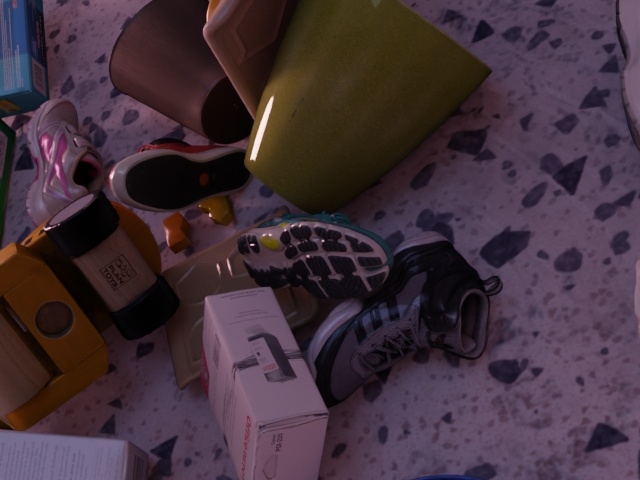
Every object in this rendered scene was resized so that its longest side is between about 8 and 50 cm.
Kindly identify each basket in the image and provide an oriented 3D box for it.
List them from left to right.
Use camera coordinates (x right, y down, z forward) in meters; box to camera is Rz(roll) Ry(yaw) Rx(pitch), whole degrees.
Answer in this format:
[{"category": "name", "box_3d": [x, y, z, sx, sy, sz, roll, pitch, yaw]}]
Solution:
[{"category": "basket", "box_3d": [-0.189, -0.254, 1.934, 0.204, 0.154, 0.227, -45, 51, -2]}]

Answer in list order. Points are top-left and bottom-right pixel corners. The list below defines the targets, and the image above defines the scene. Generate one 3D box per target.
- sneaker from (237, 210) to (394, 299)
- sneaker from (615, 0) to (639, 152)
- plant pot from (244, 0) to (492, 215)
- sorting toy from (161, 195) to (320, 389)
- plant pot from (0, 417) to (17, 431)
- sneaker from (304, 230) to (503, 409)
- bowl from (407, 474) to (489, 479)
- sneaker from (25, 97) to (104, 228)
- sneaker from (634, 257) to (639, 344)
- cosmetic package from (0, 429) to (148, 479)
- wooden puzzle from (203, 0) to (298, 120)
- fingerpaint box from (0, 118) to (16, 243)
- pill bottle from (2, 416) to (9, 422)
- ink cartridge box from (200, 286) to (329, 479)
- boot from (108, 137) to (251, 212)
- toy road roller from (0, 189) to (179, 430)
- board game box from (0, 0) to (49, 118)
[{"category": "sneaker", "box_3d": [0.000, 0.000, 1.585, 0.110, 0.107, 0.275, -35, 24, -28]}, {"category": "sneaker", "box_3d": [0.432, -0.201, 1.539, 0.129, 0.111, 0.297, -9, 56, 20]}, {"category": "plant pot", "box_3d": [0.032, -0.186, 1.693, 0.293, 0.274, 0.275, -54, 46, 8]}, {"category": "sorting toy", "box_3d": [-0.125, 0.047, 1.761, 0.229, 0.041, 0.307, -30, 44, 11]}, {"category": "plant pot", "box_3d": [-0.423, 0.303, 1.733, 0.081, 0.083, 0.081, 22, 72, 40]}, {"category": "sneaker", "box_3d": [0.101, 0.116, 1.522, 0.268, 0.101, 0.153, -48, 45, -9]}, {"category": "bowl", "box_3d": [0.121, 0.426, 1.314, 0.391, 0.077, 0.391, -16, 52, 22]}, {"category": "sneaker", "box_3d": [-0.396, -0.125, 2.012, 0.111, 0.103, 0.252, -17, 58, 16]}, {"category": "sneaker", "box_3d": [0.428, 0.105, 1.334, 0.169, 0.108, 0.293, -26, 39, 16]}, {"category": "cosmetic package", "box_3d": [-0.346, 0.293, 1.609, 0.231, 0.117, 0.086, 1, 71, 7]}, {"category": "wooden puzzle", "box_3d": [-0.046, -0.335, 1.766, 0.080, 0.348, 0.322, 24, 73, 22]}, {"category": "fingerpaint box", "box_3d": [-0.715, 0.002, 2.069, 0.371, 0.163, 0.445, -18, 51, 21]}, {"category": "pill bottle", "box_3d": [-0.478, 0.151, 1.846, 0.121, 0.121, 0.216, -8, 56, 28]}, {"category": "ink cartridge box", "box_3d": [-0.073, 0.188, 1.534, 0.092, 0.159, 0.218, -9, 45, -17]}, {"category": "boot", "box_3d": [-0.243, -0.102, 1.825, 0.176, 0.244, 0.088, 13, 107, 38]}, {"category": "toy road roller", "box_3d": [-0.372, 0.080, 1.749, 0.329, 0.202, 0.240, -37, 18, -11]}, {"category": "board game box", "box_3d": [-0.652, -0.327, 2.223, 0.336, 0.079, 0.254, -11, 72, 11]}]
